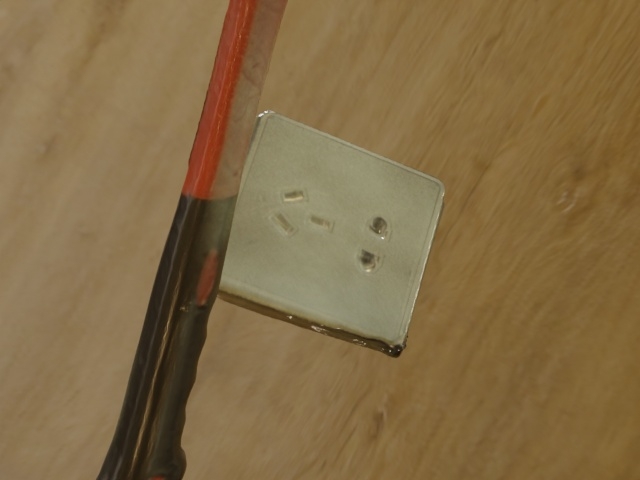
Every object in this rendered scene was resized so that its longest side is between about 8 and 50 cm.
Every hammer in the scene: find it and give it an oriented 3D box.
[{"bbox_3d":[-0.043,-0.017,0.576,0.033,0.111,0.287,37,120,44],"label":"hammer"}]

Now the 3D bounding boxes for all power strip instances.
[{"bbox_3d":[0.000,0.000,1.404,0.213,0.064,0.198,21,66,-7],"label":"power strip"}]
